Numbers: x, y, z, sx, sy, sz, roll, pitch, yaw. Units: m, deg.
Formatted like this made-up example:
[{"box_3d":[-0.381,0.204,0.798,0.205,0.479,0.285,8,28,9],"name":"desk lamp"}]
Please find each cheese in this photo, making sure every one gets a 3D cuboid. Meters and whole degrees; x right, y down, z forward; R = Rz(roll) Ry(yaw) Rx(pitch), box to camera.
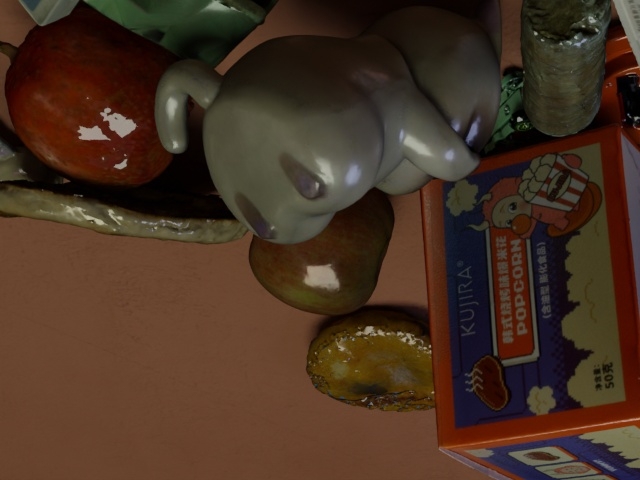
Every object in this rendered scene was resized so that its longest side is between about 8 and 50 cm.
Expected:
[{"box_3d":[-0.402,-0.100,1.872,0.092,0.047,0.171,1,142,12],"name":"cheese"}]

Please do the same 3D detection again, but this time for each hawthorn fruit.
[{"box_3d":[-0.276,-0.174,1.624,0.253,0.205,0.205,21,143,-5],"name":"hawthorn fruit"}]

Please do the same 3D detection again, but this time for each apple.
[{"box_3d":[0.000,0.000,1.785,0.174,0.188,0.188,15,144,3],"name":"apple"}]

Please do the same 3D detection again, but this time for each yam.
[{"box_3d":[0.249,-0.193,1.426,0.093,0.093,0.259,3,165,10],"name":"yam"}]

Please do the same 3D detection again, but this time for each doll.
[{"box_3d":[0.038,-0.127,1.468,0.370,0.226,0.215,-13,152,-31],"name":"doll"}]

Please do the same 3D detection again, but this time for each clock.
[{"box_3d":[0.375,-0.167,1.577,0.205,0.051,0.205,7,145,5],"name":"clock"}]

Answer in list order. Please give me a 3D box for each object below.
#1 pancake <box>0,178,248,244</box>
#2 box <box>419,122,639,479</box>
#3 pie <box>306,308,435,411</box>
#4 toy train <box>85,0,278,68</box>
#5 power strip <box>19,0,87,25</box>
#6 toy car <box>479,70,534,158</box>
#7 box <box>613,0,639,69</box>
[{"box_3d":[-0.256,-0.042,1.751,0.356,0.065,0.356,6,-173,-1],"name":"pancake"},{"box_3d":[0.302,0.099,1.646,0.257,0.349,0.318,-14,155,29],"name":"box"},{"box_3d":[0.113,0.192,2.109,0.273,0.069,0.273,9,144,6],"name":"pie"},{"box_3d":[-0.191,-0.310,1.448,0.326,0.159,0.129,30,138,-22],"name":"toy train"},{"box_3d":[-0.346,-0.373,1.352,0.367,0.043,0.106,51,135,2],"name":"power strip"},{"box_3d":[0.214,-0.136,1.646,0.054,0.073,0.143,8,147,-27],"name":"toy car"},{"box_3d":[0.323,-0.277,1.346,0.071,0.168,0.259,-6,142,25],"name":"box"}]
